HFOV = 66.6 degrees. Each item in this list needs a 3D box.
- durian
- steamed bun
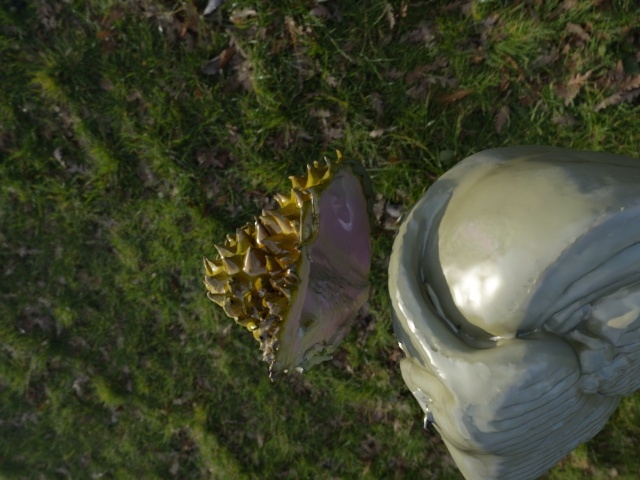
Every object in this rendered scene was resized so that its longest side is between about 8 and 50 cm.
[{"bbox_3d":[-0.003,-0.007,0.575,0.186,0.305,0.195,29,114,23],"label":"durian"},{"bbox_3d":[0.213,0.051,0.506,0.255,0.343,0.367,52,172,39],"label":"steamed bun"}]
